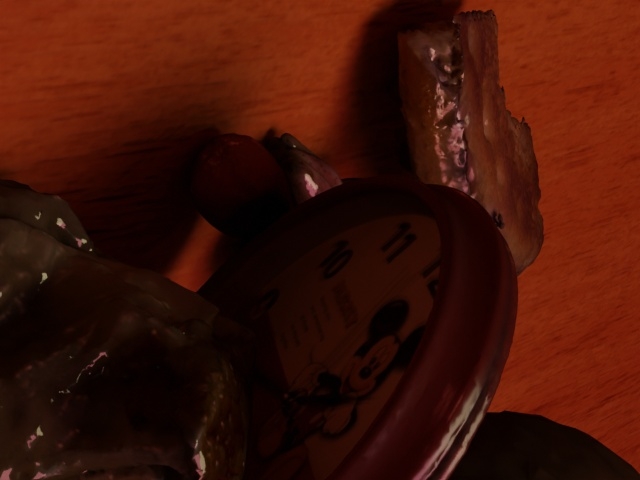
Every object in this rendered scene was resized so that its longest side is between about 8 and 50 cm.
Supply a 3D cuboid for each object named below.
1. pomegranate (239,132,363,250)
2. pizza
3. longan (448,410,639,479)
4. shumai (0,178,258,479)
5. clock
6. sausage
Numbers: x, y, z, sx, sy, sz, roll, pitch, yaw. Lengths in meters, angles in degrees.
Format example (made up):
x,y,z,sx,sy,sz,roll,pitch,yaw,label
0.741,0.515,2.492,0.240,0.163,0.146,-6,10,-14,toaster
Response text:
x,y,z,sx,sy,sz,roll,pitch,yaw,label
0.007,0.009,1.344,0.138,0.125,0.163,-33,151,-16,pomegranate
0.099,-0.061,1.444,0.305,0.086,0.161,64,30,-52,pizza
0.135,0.334,1.731,0.391,0.391,0.391,-43,154,-26,longan
-0.167,0.120,1.047,0.260,0.222,0.225,-56,160,13,shumai
-0.011,0.099,1.158,0.080,0.318,0.318,42,82,-25,clock
-0.052,-0.034,1.256,0.059,0.054,0.094,-31,160,2,sausage
